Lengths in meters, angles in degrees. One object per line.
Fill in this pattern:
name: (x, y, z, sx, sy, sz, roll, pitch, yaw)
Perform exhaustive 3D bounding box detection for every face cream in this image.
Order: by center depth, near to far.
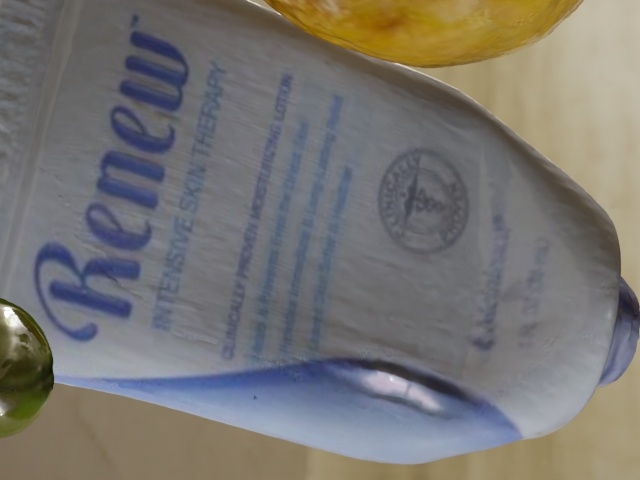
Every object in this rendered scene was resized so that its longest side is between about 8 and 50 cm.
face cream: (0.000, 0.000, 0.969, 0.137, 0.420, 0.234, -6, 69, 58)

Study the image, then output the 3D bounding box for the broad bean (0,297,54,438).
broad bean: (-0.171, 0.036, 0.496, 0.070, 0.214, 0.048, -38, -55, -72)

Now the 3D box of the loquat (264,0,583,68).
loquat: (0.044, -0.189, 0.886, 0.238, 0.238, 0.193, 61, -142, -71)
